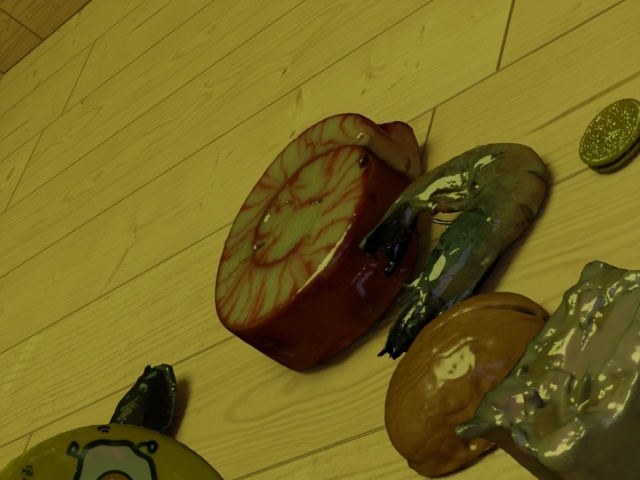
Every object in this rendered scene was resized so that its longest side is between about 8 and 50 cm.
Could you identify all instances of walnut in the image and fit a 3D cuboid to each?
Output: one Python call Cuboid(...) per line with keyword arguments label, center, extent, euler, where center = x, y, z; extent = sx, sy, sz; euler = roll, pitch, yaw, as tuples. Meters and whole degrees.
Cuboid(label="walnut", center=(0.129, 0.130, 1.427), extent=(0.211, 0.087, 0.167), euler=(-49, 29, 11))

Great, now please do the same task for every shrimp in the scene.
Cuboid(label="shrimp", center=(0.121, -0.001, 1.579), extent=(0.178, 0.075, 0.289), euler=(24, 77, 47))

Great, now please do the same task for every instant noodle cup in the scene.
Cuboid(label="instant noodle cup", center=(-0.260, 0.375, 1.565), extent=(0.254, 0.325, 0.325), euler=(-30, 33, 58))

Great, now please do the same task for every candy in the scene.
Cuboid(label="candy", center=(0.236, 0.136, 1.118), extent=(0.185, 0.195, 0.137), euler=(-52, 29, -7))

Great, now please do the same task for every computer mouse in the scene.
Cuboid(label="computer mouse", center=(-0.237, 0.248, 1.952), extent=(0.106, 0.062, 0.192), euler=(-34, 26, 39))

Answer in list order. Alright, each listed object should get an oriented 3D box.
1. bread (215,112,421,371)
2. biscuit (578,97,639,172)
Cuboid(label="bread", center=(-0.002, 0.004, 1.786), extent=(0.295, 0.114, 0.328), euler=(-39, 30, 29))
Cuboid(label="biscuit", center=(0.302, -0.108, 1.499), extent=(0.084, 0.023, 0.084), euler=(-39, 28, 26))
